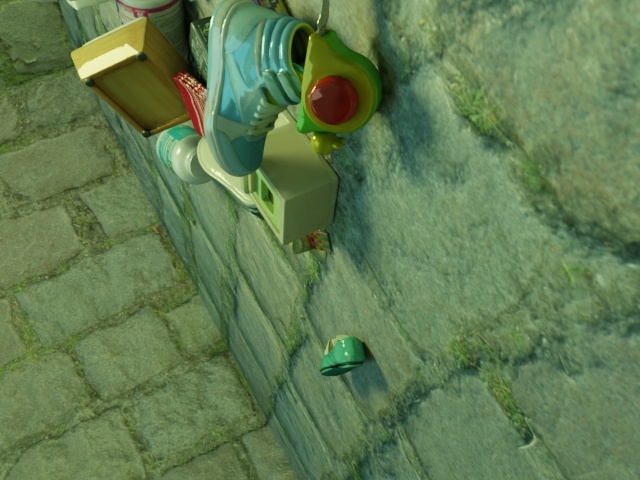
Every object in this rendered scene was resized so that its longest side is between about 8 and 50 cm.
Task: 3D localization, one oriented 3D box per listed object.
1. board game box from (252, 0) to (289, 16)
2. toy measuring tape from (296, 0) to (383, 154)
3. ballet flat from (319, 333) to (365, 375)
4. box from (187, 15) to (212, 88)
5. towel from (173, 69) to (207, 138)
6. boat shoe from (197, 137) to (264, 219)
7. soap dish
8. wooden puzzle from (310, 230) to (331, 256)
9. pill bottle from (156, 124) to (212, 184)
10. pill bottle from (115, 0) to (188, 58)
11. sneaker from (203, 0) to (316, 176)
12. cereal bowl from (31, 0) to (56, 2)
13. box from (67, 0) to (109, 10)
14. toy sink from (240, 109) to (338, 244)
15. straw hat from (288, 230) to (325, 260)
[{"bbox_3d":[-0.120,-0.426,1.193,0.170,0.048,0.141,64,162,1],"label":"board game box"},{"bbox_3d":[0.043,-0.267,0.923,0.121,0.121,0.330,46,136,43],"label":"toy measuring tape"},{"bbox_3d":[0.052,0.272,1.581,0.247,0.083,0.087,128,140,-68],"label":"ballet flat"},{"bbox_3d":[-0.233,-0.372,1.531,0.232,0.059,0.183,63,163,4],"label":"box"},{"bbox_3d":[-0.240,-0.266,1.538,0.275,0.031,0.198,40,158,36],"label":"towel"},{"bbox_3d":[-0.208,-0.162,1.644,0.319,0.116,0.099,47,170,36],"label":"boat shoe"},{"bbox_3d":[-0.433,-0.391,1.632,0.291,0.229,0.118,47,-147,-50],"label":"soap dish"},{"bbox_3d":[0.000,0.000,1.434,0.049,0.006,0.083,13,130,34],"label":"wooden puzzle"},{"bbox_3d":[-0.380,-0.250,1.931,0.264,0.146,0.146,33,144,56],"label":"pill bottle"},{"bbox_3d":[-0.420,-0.537,1.663,0.160,0.160,0.283,55,159,25],"label":"pill bottle"},{"bbox_3d":[-0.084,-0.231,1.109,0.208,0.127,0.318,22,128,27],"label":"sneaker"},{"bbox_3d":[-0.576,-0.673,1.548,0.339,0.339,0.141,42,172,49],"label":"cereal bowl"},{"bbox_3d":[-0.625,-0.825,1.755,0.168,0.215,0.345,42,150,51],"label":"box"},{"bbox_3d":[-0.083,-0.135,1.325,0.234,0.131,0.152,56,158,26],"label":"toy sink"},{"bbox_3d":[-0.047,0.000,1.503,0.144,0.061,0.144,53,157,33],"label":"straw hat"}]
